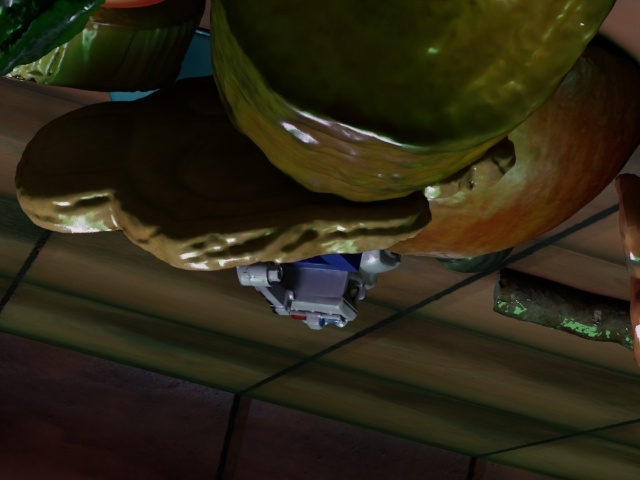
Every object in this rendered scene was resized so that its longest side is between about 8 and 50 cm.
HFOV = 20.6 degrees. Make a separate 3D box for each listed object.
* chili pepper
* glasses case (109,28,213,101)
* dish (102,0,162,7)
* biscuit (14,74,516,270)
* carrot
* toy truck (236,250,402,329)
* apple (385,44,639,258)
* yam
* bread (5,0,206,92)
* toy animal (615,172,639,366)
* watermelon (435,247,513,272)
[{"bbox_3d":[-0.205,-0.163,1.168,0.099,0.083,0.253,30,156,-23],"label":"chili pepper"},{"bbox_3d":[-0.138,-0.129,1.720,0.117,0.070,0.301,18,167,4],"label":"glasses case"},{"bbox_3d":[-0.189,-0.261,1.171,0.256,0.117,0.256,13,166,3],"label":"dish"},{"bbox_3d":[-0.042,-0.064,1.324,0.376,0.269,0.051,-3,121,1],"label":"biscuit"},{"bbox_3d":[0.049,-0.159,1.119,0.241,0.241,0.341,14,167,-3],"label":"carrot"},{"bbox_3d":[0.000,0.000,1.856,0.161,0.177,0.213,5,162,24],"label":"toy truck"},{"bbox_3d":[0.153,-0.083,1.530,0.179,0.254,0.346,55,161,1],"label":"apple"},{"bbox_3d":[0.327,0.095,2.158,0.253,0.061,0.061,16,165,-10],"label":"yam"},{"bbox_3d":[-0.183,-0.189,1.355,0.190,0.132,0.114,-1,139,-29],"label":"bread"},{"bbox_3d":[0.432,0.007,1.516,0.338,0.191,0.216,-1,123,17],"label":"toy animal"},{"bbox_3d":[0.160,-0.020,1.786,0.105,0.105,0.133,21,163,-27],"label":"watermelon"}]
